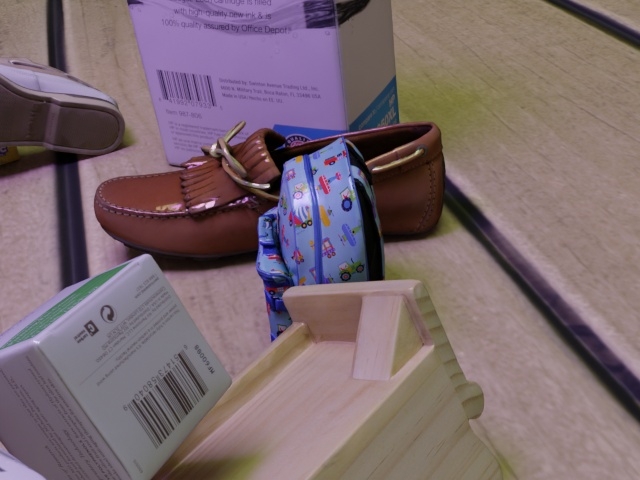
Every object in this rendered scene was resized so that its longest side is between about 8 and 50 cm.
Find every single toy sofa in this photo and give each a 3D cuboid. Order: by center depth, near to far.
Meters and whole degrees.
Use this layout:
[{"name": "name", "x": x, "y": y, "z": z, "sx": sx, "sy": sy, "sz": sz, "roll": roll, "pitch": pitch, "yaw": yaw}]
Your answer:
[{"name": "toy sofa", "x": -0.049, "y": 0.188, "z": 0.517, "sx": 0.150, "sy": 0.177, "sz": 0.362, "roll": -8, "pitch": 24, "yaw": 49}]

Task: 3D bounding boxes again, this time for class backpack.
[{"name": "backpack", "x": 0.000, "y": 0.000, "z": 0.732, "sx": 0.117, "sy": 0.173, "sz": 0.158, "roll": -7, "pitch": 35, "yaw": 1}]

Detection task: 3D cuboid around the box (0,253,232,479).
[{"name": "box", "x": -0.129, "y": 0.081, "z": 0.469, "sx": 0.087, "sy": 0.102, "sz": 0.101, "roll": -22, "pitch": 15, "yaw": 35}]

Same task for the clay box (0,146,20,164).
[{"name": "clay box", "x": -0.526, "y": -0.146, "z": 1.163, "sx": 0.128, "sy": 0.053, "sz": 0.222, "roll": -23, "pitch": 38, "yaw": -25}]

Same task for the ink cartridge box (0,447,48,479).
[{"name": "ink cartridge box", "x": -0.194, "y": 0.209, "z": 0.349, "sx": 0.091, "sy": 0.308, "sz": 0.385, "roll": 4, "pitch": 20, "yaw": -36}]

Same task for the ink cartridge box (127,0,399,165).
[{"name": "ink cartridge box", "x": -0.071, "y": -0.281, "z": 0.964, "sx": 0.286, "sy": 0.394, "sz": 0.166, "roll": 11, "pitch": 39, "yaw": 25}]

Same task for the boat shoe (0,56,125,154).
[{"name": "boat shoe", "x": -0.423, "y": -0.190, "z": 1.085, "sx": 0.302, "sy": 0.113, "sz": 0.103, "roll": 13, "pitch": 26, "yaw": -34}]

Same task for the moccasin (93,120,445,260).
[{"name": "moccasin", "x": -0.057, "y": -0.065, "z": 0.864, "sx": 0.380, "sy": 0.146, "sz": 0.139, "roll": -3, "pitch": 34, "yaw": 8}]
